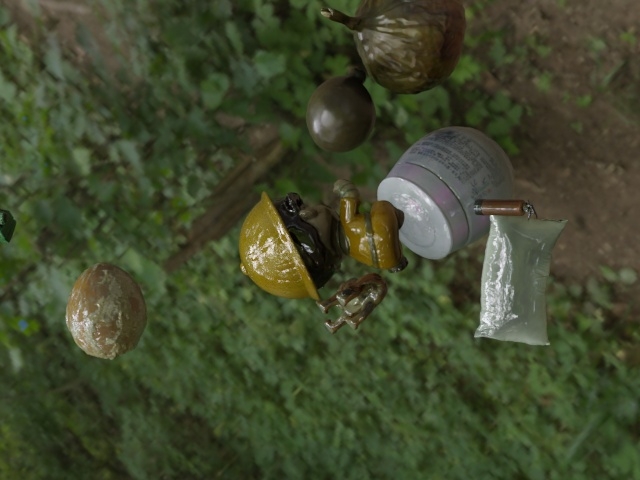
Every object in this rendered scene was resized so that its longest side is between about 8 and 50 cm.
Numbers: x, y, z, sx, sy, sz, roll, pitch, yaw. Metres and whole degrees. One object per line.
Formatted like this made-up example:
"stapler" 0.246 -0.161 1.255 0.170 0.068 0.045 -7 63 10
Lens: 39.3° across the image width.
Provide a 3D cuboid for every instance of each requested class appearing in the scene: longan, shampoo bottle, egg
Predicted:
"longan" 0.053 -0.302 2.079 0.159 0.204 0.185 21 179 18
"shampoo bottle" 0.295 -0.114 2.101 0.273 0.266 0.273 41 155 24
"egg" -0.539 0.177 2.254 0.203 0.203 0.245 -41 -56 -88

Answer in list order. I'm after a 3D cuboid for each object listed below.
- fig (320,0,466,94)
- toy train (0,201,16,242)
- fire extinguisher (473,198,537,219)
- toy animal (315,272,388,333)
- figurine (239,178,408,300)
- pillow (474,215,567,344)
"fig" 0.144 -0.494 2.067 0.369 0.286 0.286 7 -156 -33
"toy train" -0.680 -0.050 1.716 0.178 0.071 0.104 11 158 3
"fire extinguisher" 0.238 -0.040 1.147 0.083 0.022 0.028 3 112 38
"toy animal" 0.081 0.124 2.020 0.097 0.157 0.312 49 160 -2
"figurine" -0.001 0.002 1.377 0.167 0.257 0.192 -65 -38 -57
"pillow" 0.371 0.069 1.664 0.144 0.254 0.078 6 -171 8
